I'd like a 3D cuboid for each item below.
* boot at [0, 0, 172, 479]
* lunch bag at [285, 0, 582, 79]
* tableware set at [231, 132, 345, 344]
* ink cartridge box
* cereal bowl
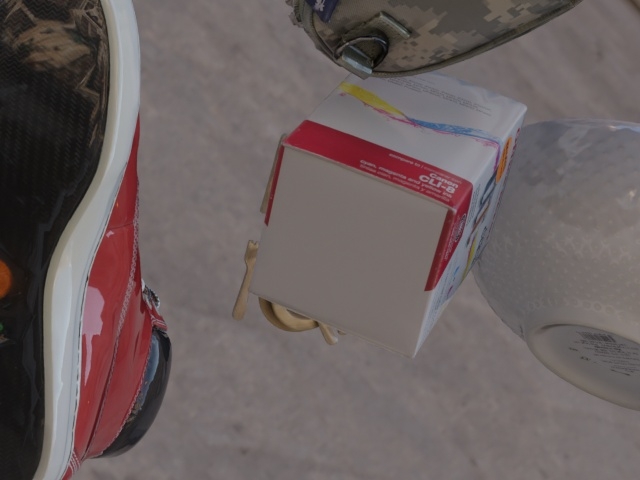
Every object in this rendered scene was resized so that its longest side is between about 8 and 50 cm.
[{"bbox_3d":[-0.113,-0.007,0.736,0.088,0.244,0.176,9,5,14],"label":"boot"},{"bbox_3d":[0.083,-0.271,1.009,0.212,0.256,0.305,35,32,-36],"label":"lunch bag"},{"bbox_3d":[0.000,0.000,1.456,0.128,0.194,0.039,9,13,-27],"label":"tableware set"},{"bbox_3d":[0.051,-0.031,1.073,0.127,0.128,0.176,21,34,13],"label":"ink cartridge box"},{"bbox_3d":[0.269,0.049,1.283,0.339,0.339,0.141,37,68,-26],"label":"cereal bowl"}]
